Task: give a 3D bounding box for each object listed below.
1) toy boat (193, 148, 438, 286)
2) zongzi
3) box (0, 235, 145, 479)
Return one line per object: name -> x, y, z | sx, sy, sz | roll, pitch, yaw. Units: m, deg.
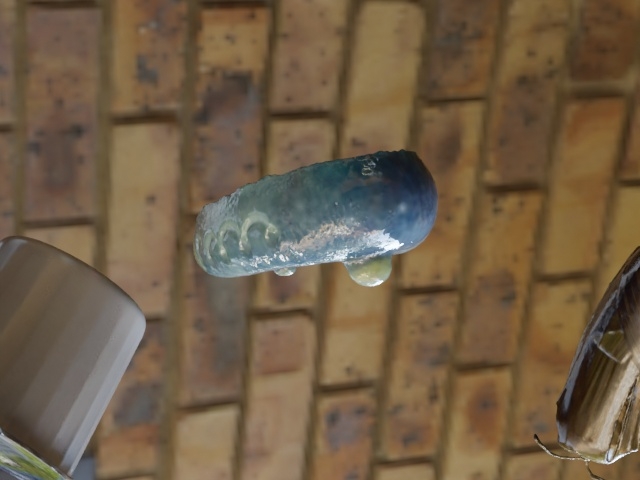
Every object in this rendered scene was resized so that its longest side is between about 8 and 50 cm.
toy boat -> 0.000, 0.000, 1.709 | 0.330, 0.215, 0.123 | -20, -102, 59
zongzi -> 0.285, 0.092, 1.536 | 0.248, 0.111, 0.241 | -57, 162, -5
box -> -0.285, 0.136, 1.770 | 0.262, 0.291, 0.206 | 1, -123, 57
